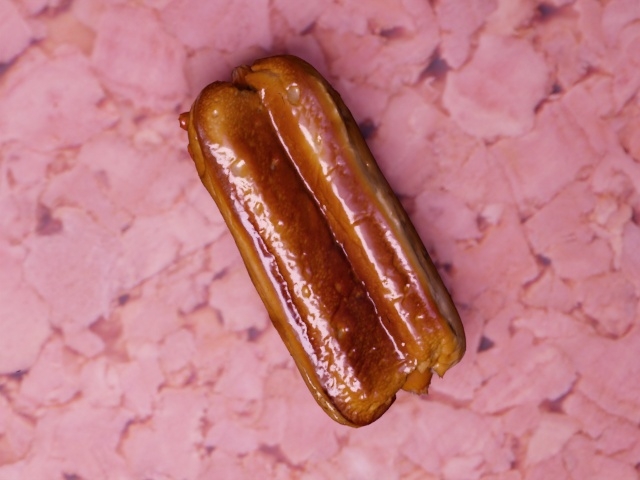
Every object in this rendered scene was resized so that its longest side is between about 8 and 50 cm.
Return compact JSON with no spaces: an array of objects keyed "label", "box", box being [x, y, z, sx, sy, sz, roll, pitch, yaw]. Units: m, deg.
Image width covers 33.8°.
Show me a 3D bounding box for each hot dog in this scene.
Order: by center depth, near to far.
[{"label":"hot dog","box":[0.000,0.000,0.966,0.158,0.117,0.349,-31,96,-11]}]
